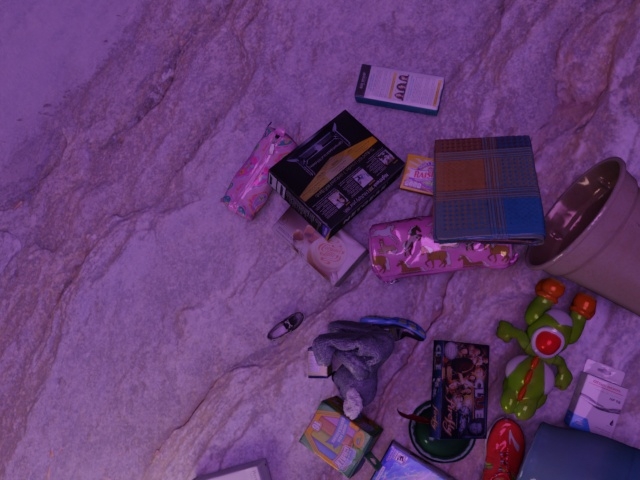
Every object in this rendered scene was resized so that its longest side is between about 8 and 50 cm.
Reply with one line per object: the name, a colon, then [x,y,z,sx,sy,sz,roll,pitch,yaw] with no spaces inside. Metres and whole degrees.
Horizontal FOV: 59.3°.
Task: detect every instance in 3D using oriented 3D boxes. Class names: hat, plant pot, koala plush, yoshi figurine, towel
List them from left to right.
koala plush: [0.099,0.345,1.491,0.203,0.196,0.222,1,99,20]
hat: [0.303,0.510,1.452,0.208,0.183,0.173,2,85,11]
towel: [0.433,-0.138,1.480,0.271,0.040,0.370,0,51,11]
yoshi figurine: [0.565,0.294,1.459,0.203,0.203,0.362,38,75,-27]
plant pot: [0.622,0.578,1.355,0.255,0.271,0.272,23,89,26]
plant pot: [0.734,0.020,1.373,0.305,0.334,0.334,35,92,1]

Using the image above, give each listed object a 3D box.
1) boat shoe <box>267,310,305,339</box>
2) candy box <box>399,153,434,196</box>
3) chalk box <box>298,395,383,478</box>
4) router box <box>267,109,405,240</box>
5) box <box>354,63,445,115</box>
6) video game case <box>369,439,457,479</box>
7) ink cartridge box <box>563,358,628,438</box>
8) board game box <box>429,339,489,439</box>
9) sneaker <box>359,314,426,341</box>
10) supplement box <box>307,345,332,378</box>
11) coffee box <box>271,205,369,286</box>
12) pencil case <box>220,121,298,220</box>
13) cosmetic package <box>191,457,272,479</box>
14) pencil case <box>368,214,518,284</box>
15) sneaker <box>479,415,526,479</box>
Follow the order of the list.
boat shoe: [-0.102,0.249,1.633,0.125,0.038,0.046,-32,79,6]
candy box: [0.337,-0.175,1.597,0.205,0.027,0.105,14,84,12]
chalk box: [0.077,0.535,1.507,0.213,0.132,0.132,30,91,20]
router box: [0.045,-0.188,1.570,0.309,0.081,0.243,-41,77,-20]
box: [0.228,-0.434,1.627,0.244,0.060,0.101,13,87,12]
video game case: [0.234,0.722,1.508,0.244,0.061,0.270,29,90,11]
ink cartridge box: [0.712,0.408,1.446,0.104,0.060,0.180,20,88,13]
board game box: [0.365,0.388,1.467,0.165,0.042,0.244,10,78,-29]
sneaker: [0.200,0.256,1.566,0.188,0.067,0.078,6,97,14]
supplement box: [-0.001,0.340,1.580,0.056,0.083,0.083,-2,85,10]
coffee box: [0.000,0.000,1.607,0.246,0.098,0.141,43,93,12]
pencil case: [-0.177,-0.200,1.653,0.124,0.124,0.284,34,92,12]
cosmetic package: [-0.256,0.711,1.593,0.231,0.085,0.118,-20,81,10]
pencil case: [0.324,0.015,1.515,0.385,0.160,0.167,-8,109,9]
sneaker: [0.468,0.598,1.445,0.107,0.118,0.279,12,87,11]
